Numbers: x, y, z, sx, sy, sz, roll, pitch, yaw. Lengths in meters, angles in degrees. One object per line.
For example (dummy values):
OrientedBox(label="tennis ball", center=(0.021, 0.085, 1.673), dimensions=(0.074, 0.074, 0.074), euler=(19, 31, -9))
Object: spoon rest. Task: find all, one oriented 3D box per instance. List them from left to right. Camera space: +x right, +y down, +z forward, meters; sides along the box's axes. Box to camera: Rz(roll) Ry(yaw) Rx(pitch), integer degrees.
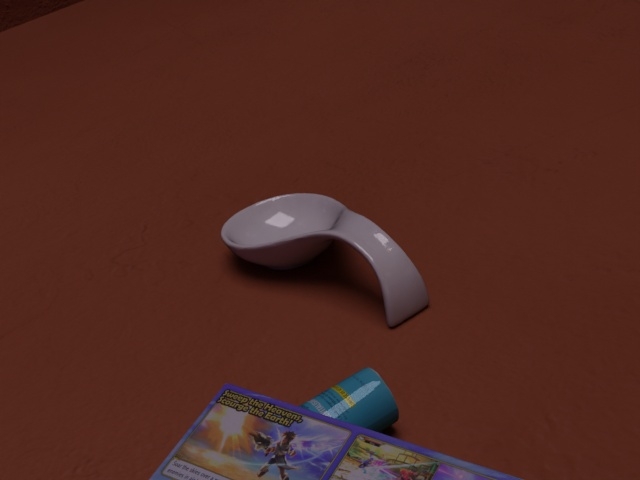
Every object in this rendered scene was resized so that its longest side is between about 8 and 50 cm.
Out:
OrientedBox(label="spoon rest", center=(0.000, 0.000, 1.024), dimensions=(0.137, 0.084, 0.276), euler=(-29, 36, -31))

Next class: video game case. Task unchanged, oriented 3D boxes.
OrientedBox(label="video game case", center=(-0.019, 0.230, 0.615), dimensions=(0.270, 0.061, 0.244), euler=(12, 47, 32))

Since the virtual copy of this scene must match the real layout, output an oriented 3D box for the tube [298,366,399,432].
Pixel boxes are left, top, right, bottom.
OrientedBox(label="tube", center=(-0.034, 0.175, 0.772), dimensions=(0.207, 0.052, 0.080), euler=(-28, 27, -19))
